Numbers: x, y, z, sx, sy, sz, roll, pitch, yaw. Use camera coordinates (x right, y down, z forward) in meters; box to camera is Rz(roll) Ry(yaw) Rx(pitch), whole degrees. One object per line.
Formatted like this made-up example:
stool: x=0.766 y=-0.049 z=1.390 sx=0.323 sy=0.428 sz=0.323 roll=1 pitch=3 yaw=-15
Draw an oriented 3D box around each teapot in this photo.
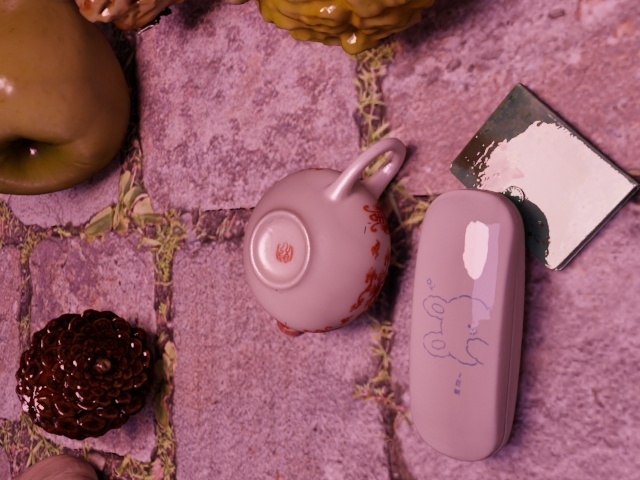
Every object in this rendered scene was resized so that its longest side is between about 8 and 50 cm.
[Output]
teapot: x=0.000 y=0.000 z=0.698 sx=0.245 sy=0.116 sz=0.159 roll=-47 pitch=51 yaw=21

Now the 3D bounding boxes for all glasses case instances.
glasses case: x=0.124 y=0.072 z=0.611 sx=0.092 sy=0.059 sz=0.233 roll=11 pitch=101 yaw=43

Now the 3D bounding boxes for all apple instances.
apple: x=-0.389 y=-0.192 z=0.928 sx=0.279 sy=0.279 sz=0.278 roll=-1 pitch=89 yaw=39

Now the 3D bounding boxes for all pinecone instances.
pinecone: x=-0.303 y=0.176 z=0.903 sx=0.165 sy=0.163 sz=0.162 roll=-40 pitch=65 yaw=45

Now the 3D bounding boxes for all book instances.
book: x=0.180 y=-0.051 z=0.600 sx=0.135 sy=0.017 sz=0.103 roll=51 pitch=118 yaw=27

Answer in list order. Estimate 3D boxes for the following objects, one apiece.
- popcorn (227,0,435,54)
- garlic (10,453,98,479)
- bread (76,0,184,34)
popcorn: x=0.006 y=-0.289 z=0.611 sx=0.259 sy=0.212 sz=0.259 roll=29 pitch=125 yaw=55
garlic: x=-0.357 y=0.403 z=0.938 sx=0.228 sy=0.152 sz=0.227 roll=-4 pitch=82 yaw=35
bread: x=-0.173 y=-0.425 z=0.791 sx=0.278 sy=0.167 sz=0.324 roll=-30 pitch=72 yaw=35
